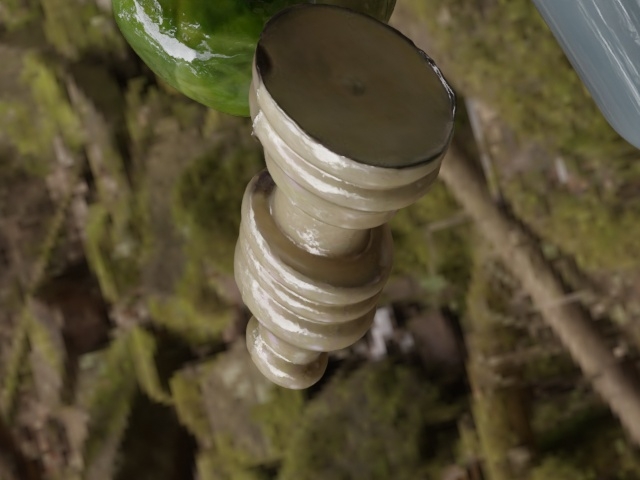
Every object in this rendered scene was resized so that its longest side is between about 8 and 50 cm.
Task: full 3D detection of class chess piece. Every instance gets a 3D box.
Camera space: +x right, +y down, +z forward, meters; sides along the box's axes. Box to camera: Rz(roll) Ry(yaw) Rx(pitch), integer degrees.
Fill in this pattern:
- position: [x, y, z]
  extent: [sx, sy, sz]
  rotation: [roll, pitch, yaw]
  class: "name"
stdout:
- position: [0.000, 0.000, 1.267]
  extent: [0.307, 0.138, 0.124]
  rotation: [102, -167, -49]
  class: "chess piece"

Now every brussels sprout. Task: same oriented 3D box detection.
- position: [-0.041, -0.232, 1.654]
  extent: [0.219, 0.271, 0.210]
  rotation: [35, 158, 33]
  class: "brussels sprout"

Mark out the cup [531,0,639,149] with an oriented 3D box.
- position: [0.201, -0.201, 1.100]
  extent: [0.312, 0.205, 0.205]
  rotation: [55, -166, -29]
  class: "cup"
